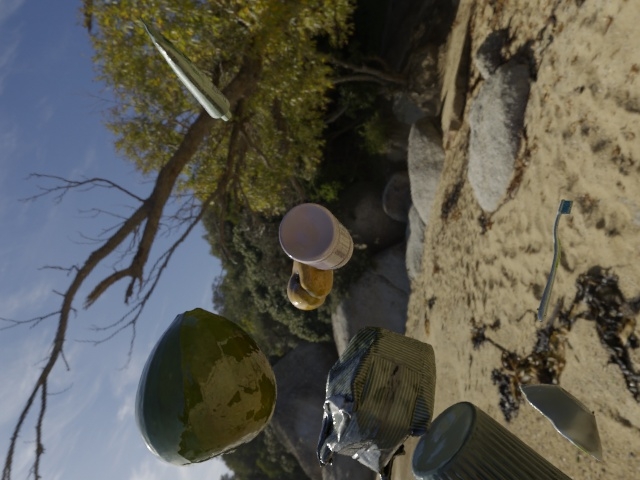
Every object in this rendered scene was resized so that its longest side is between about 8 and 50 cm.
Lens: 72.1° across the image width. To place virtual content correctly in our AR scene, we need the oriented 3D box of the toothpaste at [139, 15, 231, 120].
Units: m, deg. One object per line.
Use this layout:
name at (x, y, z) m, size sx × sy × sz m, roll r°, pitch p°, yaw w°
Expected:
toothpaste at (-0.200, -0.253, 0.687) m, size 0.041 × 0.064 × 0.218 m, roll -36°, pitch -26°, yaw 5°

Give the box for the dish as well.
dish at (0.303, 0.210, 0.536) m, size 0.039 × 0.091 × 0.137 m, roll -55°, pitch -6°, yaw 6°

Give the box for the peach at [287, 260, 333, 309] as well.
peach at (-0.031, 0.112, 1.237) m, size 0.179 × 0.103 × 0.179 m, roll -173°, pitch 90°, yaw -67°

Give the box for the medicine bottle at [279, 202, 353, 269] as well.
medicine bottle at (0.000, 0.000, 1.043) m, size 0.250 × 0.133 × 0.133 m, roll 32°, pitch -108°, yaw -73°

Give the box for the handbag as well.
handbag at (0.131, 0.399, 1.054) m, size 0.240 × 0.248 × 0.340 m, roll -73°, pitch 2°, yaw -58°

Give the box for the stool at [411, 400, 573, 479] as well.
stool at (0.437, 0.624, 1.138) m, size 0.297 × 0.330 × 0.297 m, roll -48°, pitch -3°, yaw -4°

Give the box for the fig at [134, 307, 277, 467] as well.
fig at (-0.251, 0.301, 0.949) m, size 0.316 × 0.316 × 0.315 m, roll 14°, pitch -90°, yaw -81°

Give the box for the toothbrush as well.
toothbrush at (0.458, 0.035, 0.869) m, size 0.022 × 0.026 × 0.262 m, roll 35°, pitch -110°, yaw -45°
